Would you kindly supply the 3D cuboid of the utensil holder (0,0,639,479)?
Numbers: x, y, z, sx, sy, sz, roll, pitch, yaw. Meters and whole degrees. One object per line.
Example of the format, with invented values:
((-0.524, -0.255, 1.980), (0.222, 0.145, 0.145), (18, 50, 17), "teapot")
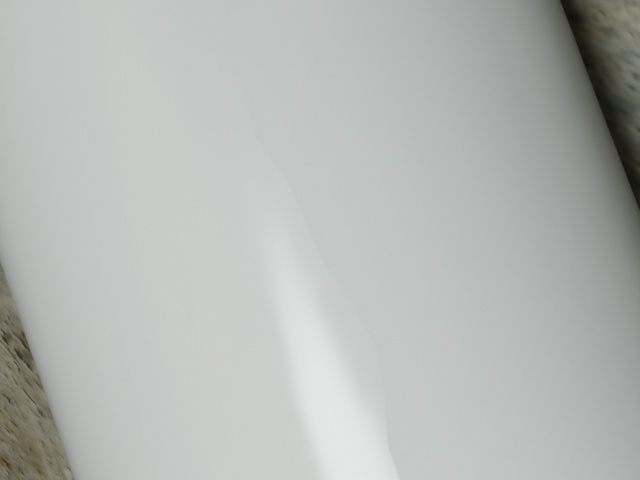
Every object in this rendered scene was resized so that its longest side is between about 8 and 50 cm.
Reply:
((0.000, 0.000, 0.878), (0.328, 0.328, 0.385), (-22, 88, 50), "utensil holder")
